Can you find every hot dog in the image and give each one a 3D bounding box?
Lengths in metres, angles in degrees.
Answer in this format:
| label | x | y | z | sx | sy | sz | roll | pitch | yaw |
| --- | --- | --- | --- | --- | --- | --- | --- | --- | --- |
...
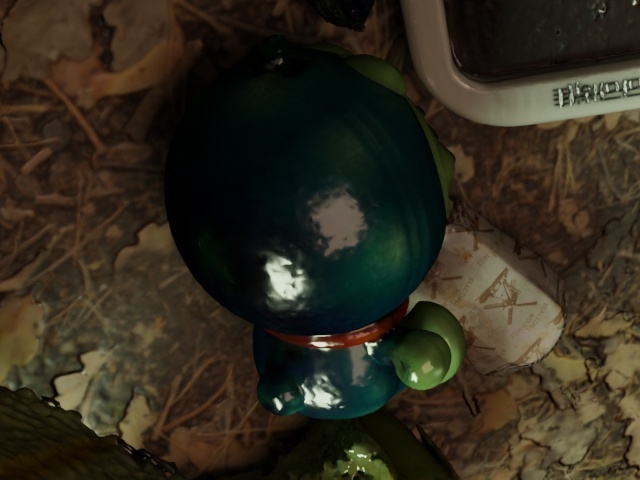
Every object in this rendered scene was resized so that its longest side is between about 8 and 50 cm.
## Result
| label | x | y | z | sx | sy | sz | roll | pitch | yaw |
| --- | --- | --- | --- | --- | --- | --- | --- | --- | --- |
| hot dog | 0.130 | 0.040 | 1.166 | 0.191 | 0.059 | 0.108 | 37 | 90 | -32 |

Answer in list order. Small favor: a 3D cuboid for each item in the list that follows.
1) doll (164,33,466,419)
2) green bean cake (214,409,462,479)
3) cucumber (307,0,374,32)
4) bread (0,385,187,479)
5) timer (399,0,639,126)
| label | x | y | z | sx | sy | sz | roll | pitch | yaw |
| --- | --- | --- | --- | --- | --- | --- | --- | --- | --- |
| doll | -0.001 | 0.000 | 0.986 | 0.186 | 0.198 | 0.322 | -39 | 129 | -34 |
| green bean cake | -0.047 | 0.274 | 1.126 | 0.309 | 0.202 | 0.285 | 7 | 112 | -30 |
| cucumber | -0.031 | -0.230 | 0.929 | 0.067 | 0.067 | 0.245 | -45 | 129 | 3 |
| bread | -0.288 | 0.215 | 0.860 | 0.395 | 0.264 | 0.239 | 14 | 103 | -3 |
| timer | 0.180 | -0.202 | 0.988 | 0.262 | 0.087 | 0.237 | -8 | 126 | 8 |
